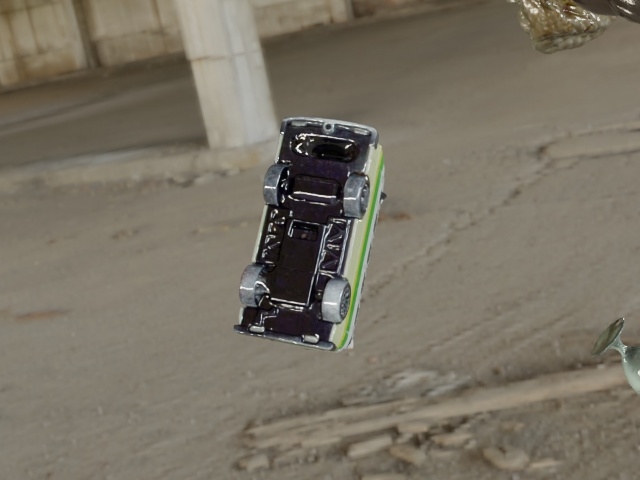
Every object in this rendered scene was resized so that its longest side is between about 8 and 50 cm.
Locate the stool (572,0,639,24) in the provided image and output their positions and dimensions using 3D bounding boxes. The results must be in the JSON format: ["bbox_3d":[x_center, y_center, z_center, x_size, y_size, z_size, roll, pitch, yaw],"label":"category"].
[{"bbox_3d":[0.258,-0.212,0.780,0.125,0.121,0.217,-17,33,-34],"label":"stool"}]

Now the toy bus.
[{"bbox_3d":[0.000,0.000,1.478,0.143,0.306,0.179,8,-11,17],"label":"toy bus"}]

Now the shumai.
[{"bbox_3d":[0.331,-0.370,1.606,0.218,0.184,0.185,-37,29,-31],"label":"shumai"}]

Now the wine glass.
[{"bbox_3d":[0.589,0.233,1.912,0.093,0.202,0.093,-51,1,1],"label":"wine glass"}]
